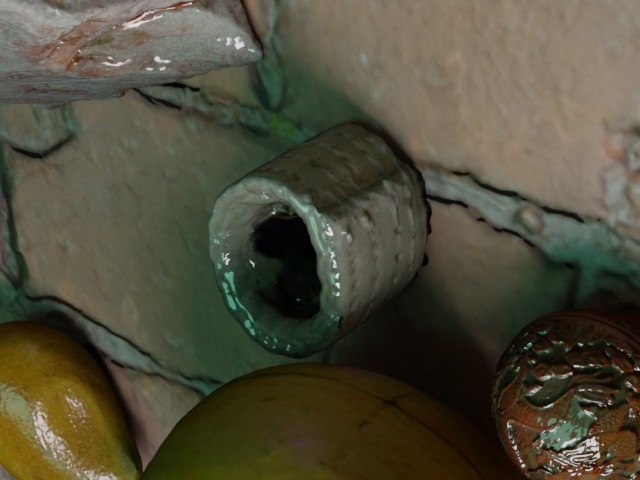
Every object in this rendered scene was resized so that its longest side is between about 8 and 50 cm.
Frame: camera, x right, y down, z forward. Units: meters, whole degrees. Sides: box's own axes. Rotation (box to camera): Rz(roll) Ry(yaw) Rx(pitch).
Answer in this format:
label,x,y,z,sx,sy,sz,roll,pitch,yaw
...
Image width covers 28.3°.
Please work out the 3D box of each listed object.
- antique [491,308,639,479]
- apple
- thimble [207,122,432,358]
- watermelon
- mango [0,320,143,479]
label,x,y,z,sx,sy,sz,roll,pitch,yaw
antique,0.135,0.083,0.645,0.104,0.104,0.104,19,124,30
apple,0.003,0.202,0.697,0.233,0.286,0.286,29,129,11
thimble,0.000,0.000,0.716,0.102,0.090,0.115,44,135,16
watermelon,-0.166,-0.176,0.736,0.232,0.193,0.310,52,124,31
mango,-0.204,0.136,0.960,0.115,0.089,0.165,-27,98,35
